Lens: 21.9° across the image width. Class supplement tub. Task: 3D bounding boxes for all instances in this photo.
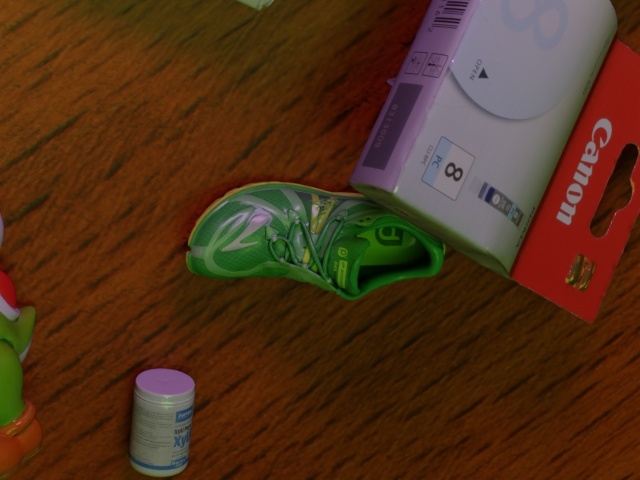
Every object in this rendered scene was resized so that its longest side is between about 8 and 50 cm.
[{"bbox_3d":[-0.181,0.208,1.879,0.071,0.071,0.107,0,113,-16],"label":"supplement tub"}]

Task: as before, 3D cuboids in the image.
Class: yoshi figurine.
[{"bbox_3d":[-0.404,0.072,1.693,0.204,0.203,0.362,-8,112,-6],"label":"yoshi figurine"}]

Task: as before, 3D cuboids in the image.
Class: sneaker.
[{"bbox_3d":[0.000,0.000,1.812,0.296,0.123,0.109,-3,114,-14],"label":"sneaker"}]

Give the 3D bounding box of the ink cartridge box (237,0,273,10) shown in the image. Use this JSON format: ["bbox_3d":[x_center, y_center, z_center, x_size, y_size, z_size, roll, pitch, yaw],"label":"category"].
[{"bbox_3d":[-0.110,-0.343,1.622,0.218,0.092,0.158,24,131,-22],"label":"ink cartridge box"}]

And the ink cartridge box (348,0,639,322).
[{"bbox_3d":[0.247,-0.111,1.763,0.385,0.091,0.308,29,81,-32],"label":"ink cartridge box"}]

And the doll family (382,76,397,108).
[{"bbox_3d":[0.157,-0.117,1.830,0.263,0.118,0.163,-22,112,-27],"label":"doll family"}]
